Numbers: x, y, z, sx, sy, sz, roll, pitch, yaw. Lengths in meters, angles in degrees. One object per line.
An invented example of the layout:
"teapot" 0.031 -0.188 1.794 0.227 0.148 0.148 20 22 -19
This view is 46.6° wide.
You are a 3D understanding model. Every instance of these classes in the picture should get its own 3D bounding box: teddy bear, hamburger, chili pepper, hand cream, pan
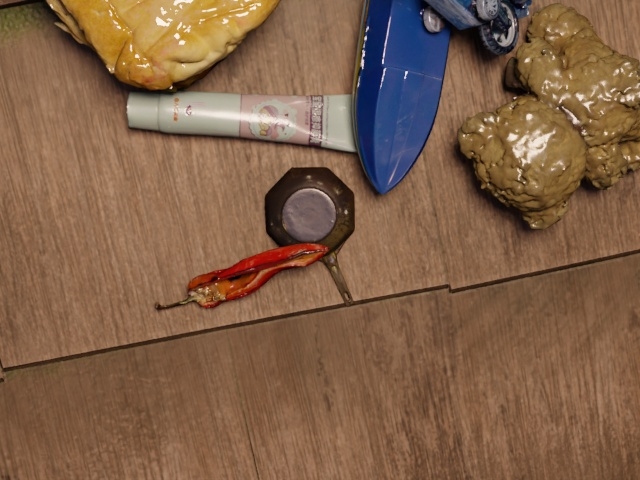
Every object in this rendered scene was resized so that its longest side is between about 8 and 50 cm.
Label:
"teddy bear" 0.315 -0.146 0.983 0.256 0.156 0.267 -41 99 5
"hamburger" -0.190 -0.293 0.936 0.329 0.162 0.209 -11 101 -3
"chili pepper" -0.109 0.048 1.032 0.268 0.050 0.059 -23 129 14
"hand cream" -0.092 -0.168 1.016 0.331 0.058 0.085 3 78 -7
"pan" 0.012 -0.011 1.040 0.202 0.048 0.128 43 97 -6

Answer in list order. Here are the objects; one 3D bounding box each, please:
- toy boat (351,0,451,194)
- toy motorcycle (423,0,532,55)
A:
"toy boat" 0.101 -0.208 0.987 0.129 0.088 0.295 6 94 -24
"toy motorcycle" 0.177 -0.331 0.913 0.254 0.092 0.136 26 74 -37
